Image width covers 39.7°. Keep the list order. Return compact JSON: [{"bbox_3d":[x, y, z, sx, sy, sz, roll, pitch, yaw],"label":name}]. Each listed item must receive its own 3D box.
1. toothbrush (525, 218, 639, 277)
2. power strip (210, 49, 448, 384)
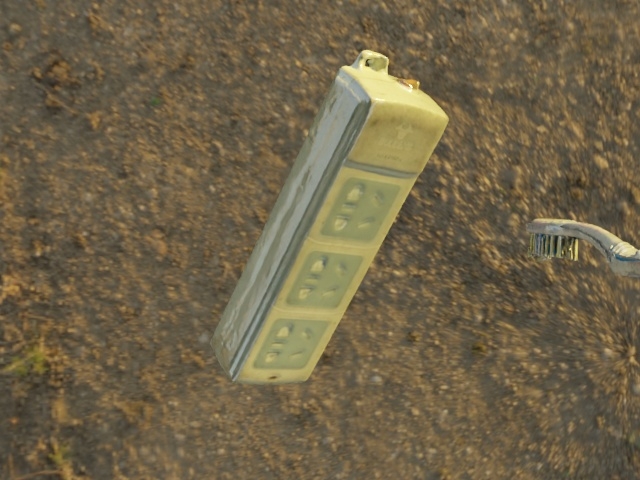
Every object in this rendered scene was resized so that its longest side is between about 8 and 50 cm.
[{"bbox_3d":[0.241,0.018,0.609,0.035,0.413,0.042,-3,97,-12],"label":"toothbrush"},{"bbox_3d":[-0.001,0.000,0.629,0.052,0.078,0.272,51,124,43],"label":"power strip"}]
